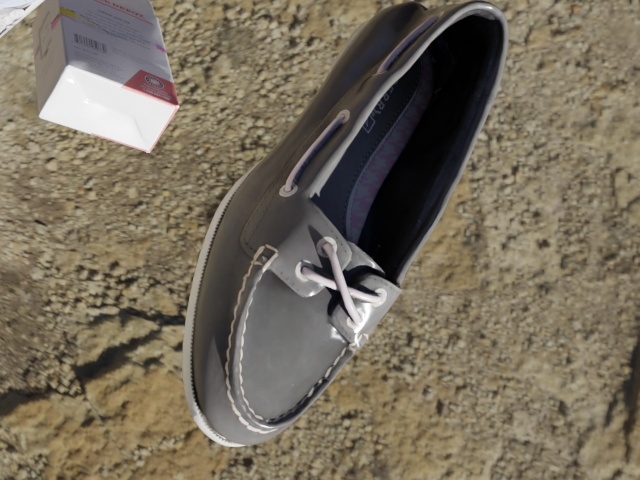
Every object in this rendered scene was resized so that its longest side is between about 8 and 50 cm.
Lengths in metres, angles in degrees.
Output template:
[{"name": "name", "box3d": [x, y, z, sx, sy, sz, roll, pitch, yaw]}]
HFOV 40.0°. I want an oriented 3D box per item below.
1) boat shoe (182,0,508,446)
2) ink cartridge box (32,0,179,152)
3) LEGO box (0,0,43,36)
[{"name": "boat shoe", "box3d": [0.024, -0.031, 0.537, 0.112, 0.095, 0.335, 45, 56, -30]}, {"name": "ink cartridge box", "box3d": [-0.219, -0.187, 0.875, 0.115, 0.198, 0.067, 17, 127, -34]}, {"name": "LEGO box", "box3d": [-0.315, -0.142, 0.264, 0.372, 0.500, 0.193, -34, 88, 15]}]
